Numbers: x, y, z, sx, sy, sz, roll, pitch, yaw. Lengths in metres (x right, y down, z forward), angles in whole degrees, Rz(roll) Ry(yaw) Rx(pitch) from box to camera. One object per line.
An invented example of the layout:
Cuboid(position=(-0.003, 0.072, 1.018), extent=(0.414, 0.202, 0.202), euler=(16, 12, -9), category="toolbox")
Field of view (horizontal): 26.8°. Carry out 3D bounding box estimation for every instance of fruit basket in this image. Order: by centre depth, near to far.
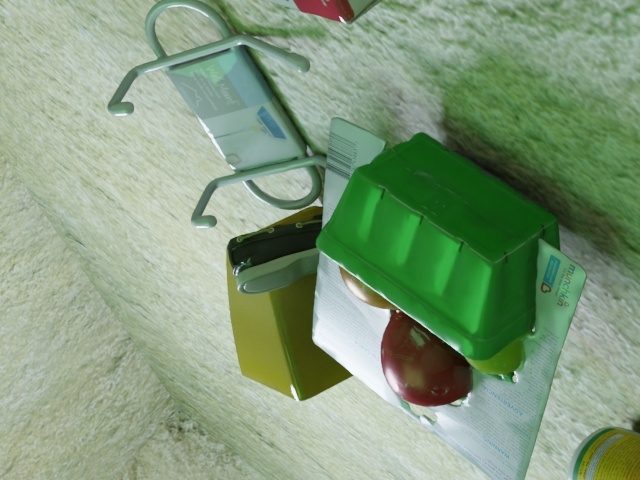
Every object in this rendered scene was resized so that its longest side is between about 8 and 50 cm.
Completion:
Cuboid(position=(0.126, 0.071, 1.443), extent=(0.327, 0.165, 0.353), euler=(35, 145, 29), category="fruit basket")

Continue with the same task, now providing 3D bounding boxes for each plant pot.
Cuboid(position=(-0.010, 0.068, 1.784), extent=(0.212, 0.212, 0.187), euler=(10, 122, 65), category="plant pot")

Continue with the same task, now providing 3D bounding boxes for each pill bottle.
Cuboid(position=(0.386, 0.286, 1.518), extent=(0.117, 0.117, 0.208), euler=(53, 161, -22), category="pill bottle")

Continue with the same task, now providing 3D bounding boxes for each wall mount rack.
Cuboid(position=(-0.079, -0.138, 1.641), extent=(0.304, 0.130, 0.350), euler=(-11, 130, 31), category="wall mount rack")

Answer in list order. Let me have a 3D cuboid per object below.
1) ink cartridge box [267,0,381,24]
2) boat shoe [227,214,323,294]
Cuboid(position=(-0.068, -0.330, 1.156), extent=(0.306, 0.131, 0.226), euler=(23, 152, 48), category="ink cartridge box")
Cuboid(position=(0.000, 0.000, 1.642), extent=(0.081, 0.227, 0.069), euler=(95, 157, -64), category="boat shoe")
